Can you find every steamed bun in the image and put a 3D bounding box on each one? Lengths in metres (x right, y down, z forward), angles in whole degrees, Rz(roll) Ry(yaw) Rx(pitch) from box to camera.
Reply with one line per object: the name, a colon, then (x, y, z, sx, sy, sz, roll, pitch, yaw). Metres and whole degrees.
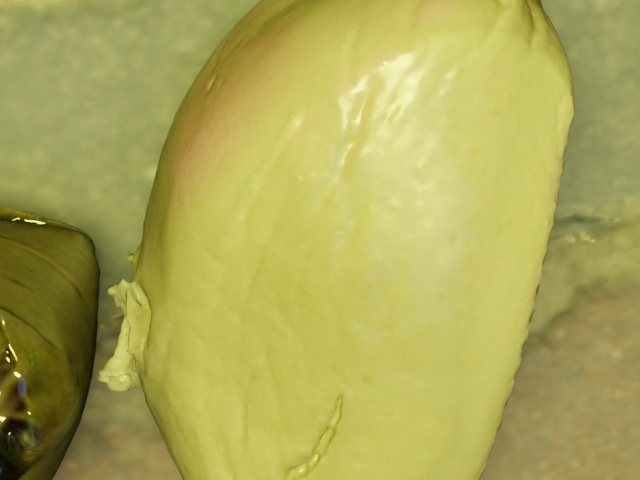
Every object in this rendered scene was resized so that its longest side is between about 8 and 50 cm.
steamed bun: (0.000, 0.000, 0.665, 0.152, 0.170, 0.239, 8, 111, -6)

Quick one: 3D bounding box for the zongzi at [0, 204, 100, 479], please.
zongzi: (-0.314, 0.118, 0.667, 0.393, 0.174, 0.356, 14, 112, -16)
